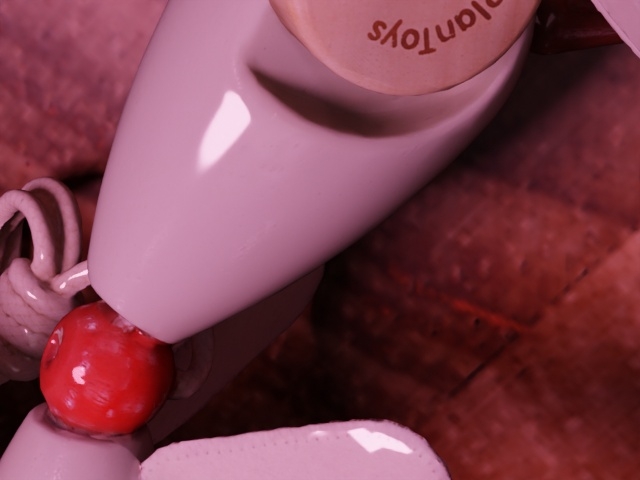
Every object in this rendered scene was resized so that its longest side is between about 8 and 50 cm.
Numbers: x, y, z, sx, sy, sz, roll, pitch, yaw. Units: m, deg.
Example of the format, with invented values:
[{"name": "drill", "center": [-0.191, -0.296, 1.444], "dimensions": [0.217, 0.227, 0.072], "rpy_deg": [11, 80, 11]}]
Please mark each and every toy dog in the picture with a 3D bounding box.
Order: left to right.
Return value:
[{"name": "toy dog", "center": [0.000, 0.000, 0.639], "dimensions": [0.161, 0.220, 0.333], "rpy_deg": [16, 127, -23]}]

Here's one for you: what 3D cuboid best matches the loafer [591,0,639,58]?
[{"name": "loafer", "center": [0.201, -0.048, 0.528], "dimensions": [0.319, 0.111, 0.112], "rpy_deg": [27, 83, -15]}]
